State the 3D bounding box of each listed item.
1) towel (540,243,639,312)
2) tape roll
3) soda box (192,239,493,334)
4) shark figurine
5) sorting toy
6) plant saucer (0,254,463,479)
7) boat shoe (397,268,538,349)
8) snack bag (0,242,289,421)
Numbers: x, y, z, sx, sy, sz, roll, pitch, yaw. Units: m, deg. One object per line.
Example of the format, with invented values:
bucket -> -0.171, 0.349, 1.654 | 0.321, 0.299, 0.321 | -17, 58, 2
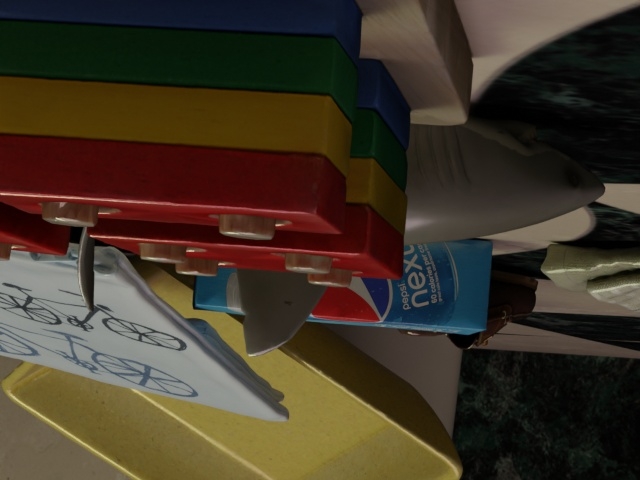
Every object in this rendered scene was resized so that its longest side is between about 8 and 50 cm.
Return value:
towel -> 0.365, 0.047, 1.258 | 0.324, 0.056, 0.312 | 1, 174, 41
tape roll -> 0.020, 0.140, 1.809 | 0.246, 0.169, 0.246 | 7, 168, 1
soda box -> 0.014, 0.026, 1.285 | 0.210, 0.067, 0.071 | 5, 175, -6
shark figurine -> -0.036, -0.006, 0.778 | 0.278, 0.116, 0.166 | -1, 171, 34
sorting toy -> -0.093, -0.043, 0.536 | 0.255, 0.089, 0.257 | 4, 175, 9
plant saucer -> -0.077, 0.139, 1.577 | 0.333, 0.081, 0.333 | 35, 142, -13
boat shoe -> 0.117, 0.054, 1.464 | 0.073, 0.073, 0.207 | 0, 174, 34
snack bag -> -0.219, 0.045, 1.359 | 0.323, 0.037, 0.342 | 11, 161, 26
